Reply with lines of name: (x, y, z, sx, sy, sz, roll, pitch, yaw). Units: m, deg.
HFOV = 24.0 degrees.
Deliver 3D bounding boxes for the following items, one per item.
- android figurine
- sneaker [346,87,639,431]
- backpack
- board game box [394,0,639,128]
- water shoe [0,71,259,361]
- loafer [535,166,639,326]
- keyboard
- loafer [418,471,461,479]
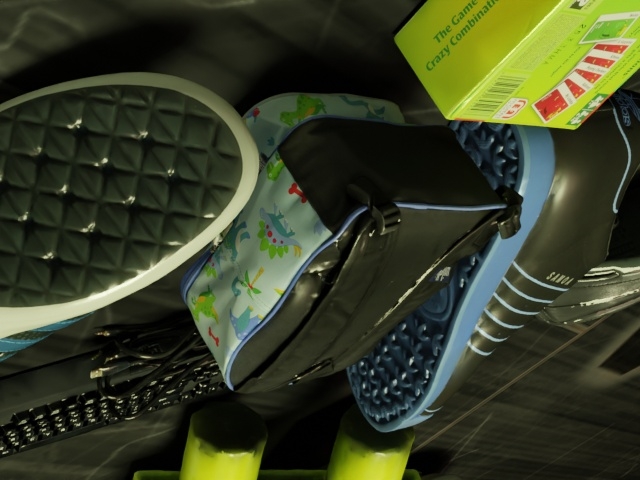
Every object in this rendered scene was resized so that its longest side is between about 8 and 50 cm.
android figurine: (-0.036, 0.206, 0.871, 0.248, 0.056, 0.273, 1, 126, -16)
sneaker: (0.084, 0.014, 0.723, 0.090, 0.081, 0.232, -9, 148, -27)
backpack: (0.000, 0.000, 0.590, 0.105, 0.084, 0.114, -3, 140, -46)
board game box: (0.120, -0.116, 0.550, 0.092, 0.043, 0.181, -2, 144, -49)
water shoe: (-0.116, 0.005, 0.511, 0.203, 0.073, 0.080, -27, 178, 1)
loafer: (0.200, -0.022, 0.781, 0.223, 0.076, 0.078, -25, 152, 11)
keyboard: (-0.085, 0.074, 0.700, 0.192, 0.038, 0.100, -16, 153, -32)
loafer: (0.027, 0.206, 1.062, 0.251, 0.087, 0.094, 0, 104, -63)
